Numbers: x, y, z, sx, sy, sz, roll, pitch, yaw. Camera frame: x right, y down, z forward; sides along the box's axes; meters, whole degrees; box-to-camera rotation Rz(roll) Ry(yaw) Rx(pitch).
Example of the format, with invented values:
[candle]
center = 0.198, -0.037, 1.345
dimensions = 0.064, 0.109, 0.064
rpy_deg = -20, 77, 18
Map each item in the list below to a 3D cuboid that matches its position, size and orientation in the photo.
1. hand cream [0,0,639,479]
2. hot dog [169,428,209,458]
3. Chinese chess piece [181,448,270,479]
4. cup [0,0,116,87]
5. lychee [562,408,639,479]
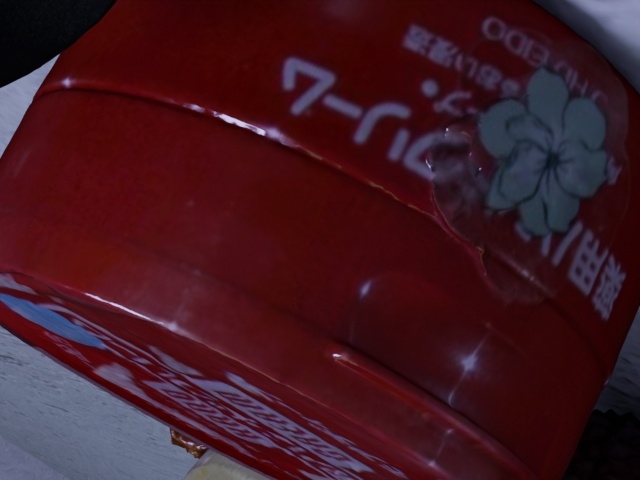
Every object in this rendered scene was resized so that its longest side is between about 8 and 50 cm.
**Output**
[hand cream]
center = 0.000, 0.000, 0.540
dimensions = 0.230, 0.149, 0.230
rpy_deg = 24, 162, 8
[hot dog]
center = -0.049, 0.057, 0.838
dimensions = 0.158, 0.117, 0.349
rpy_deg = 25, 163, 10
[Chinese chess piece]
center = 0.028, 0.191, 0.701
dimensions = 0.251, 0.097, 0.251
rpy_deg = 43, 143, 45
[cup]
center = -0.088, -0.108, 0.338
dimensions = 0.239, 0.166, 0.177
rpy_deg = 26, 167, 14
[lychee]
center = 0.134, 0.164, 0.778
dimensions = 0.188, 0.188, 0.188
rpy_deg = 26, 163, 8
